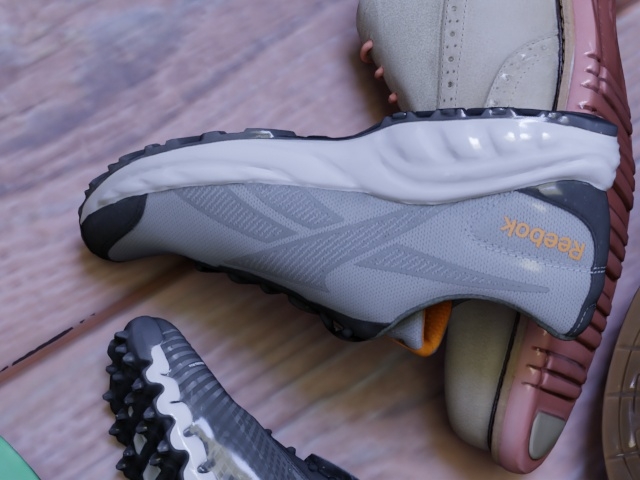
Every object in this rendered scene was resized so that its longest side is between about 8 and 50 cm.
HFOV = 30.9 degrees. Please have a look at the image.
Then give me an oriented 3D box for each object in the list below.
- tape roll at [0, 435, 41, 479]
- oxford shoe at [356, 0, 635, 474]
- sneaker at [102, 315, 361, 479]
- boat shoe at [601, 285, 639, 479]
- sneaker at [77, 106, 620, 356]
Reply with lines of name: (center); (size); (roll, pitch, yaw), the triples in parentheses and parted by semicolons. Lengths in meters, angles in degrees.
tape roll: (-0.238, 0.203, 0.457); (0.321, 0.077, 0.321); (1, 66, -2)
oxford shoe: (0.094, -0.077, 0.631); (0.147, 0.140, 0.397); (3, 76, 22)
sneaker: (-0.021, 0.134, 0.558); (0.106, 0.078, 0.234); (-16, 66, -35)
boat shoe: (0.199, 0.147, 0.597); (0.105, 0.089, 0.285); (1, 69, 17)
sneaker: (0.000, 0.000, 0.534); (0.272, 0.100, 0.108); (-2, 92, 28)
